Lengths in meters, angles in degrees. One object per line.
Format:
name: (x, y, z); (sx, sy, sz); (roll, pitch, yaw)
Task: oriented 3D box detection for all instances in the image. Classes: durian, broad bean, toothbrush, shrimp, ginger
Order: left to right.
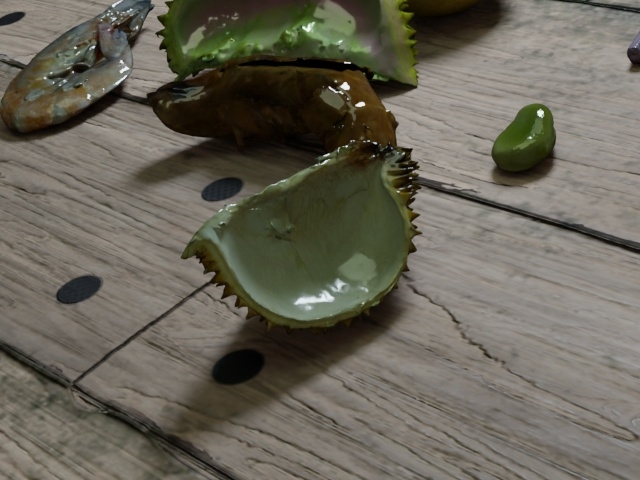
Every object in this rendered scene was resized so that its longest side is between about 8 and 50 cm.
shrimp: (-0.299, -0.241, 1.736); (0.164, 0.062, 0.317); (13, 46, 31)
durian: (-0.045, -0.270, 1.581); (0.355, 0.157, 0.169); (1, 52, 25)
ginger: (-0.038, -0.145, 1.431); (0.309, 0.107, 0.133); (16, 67, 39)
durian: (0.000, 0.000, 1.156); (0.252, 0.139, 0.144); (-26, 38, -16)
broad bean: (0.207, -0.101, 1.308); (0.063, 0.045, 0.083); (10, 48, 37)
toothbrush: (0.416, -0.300, 1.536); (0.029, 0.024, 0.354); (0, 35, 33)

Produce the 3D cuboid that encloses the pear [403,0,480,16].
pear: (0.145, -0.380, 1.610); (0.209, 0.209, 0.209); (-12, 32, 7)
